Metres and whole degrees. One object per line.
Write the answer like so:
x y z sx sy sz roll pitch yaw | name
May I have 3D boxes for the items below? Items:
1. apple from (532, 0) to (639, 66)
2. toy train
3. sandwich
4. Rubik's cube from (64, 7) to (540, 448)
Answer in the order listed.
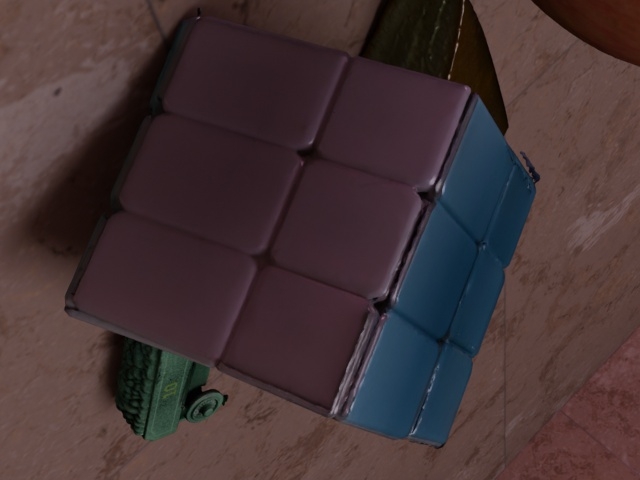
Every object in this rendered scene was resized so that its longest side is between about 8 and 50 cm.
0.286 -0.297 0.768 0.364 0.364 0.364 -37 151 -25 | apple
-0.130 0.106 0.958 0.099 0.070 0.172 -18 141 -35 | toy train
0.103 -0.137 0.971 0.096 0.094 0.258 -51 153 -8 | sandwich
0.000 0.000 0.782 0.231 0.221 0.225 34 76 -64 | Rubik's cube
